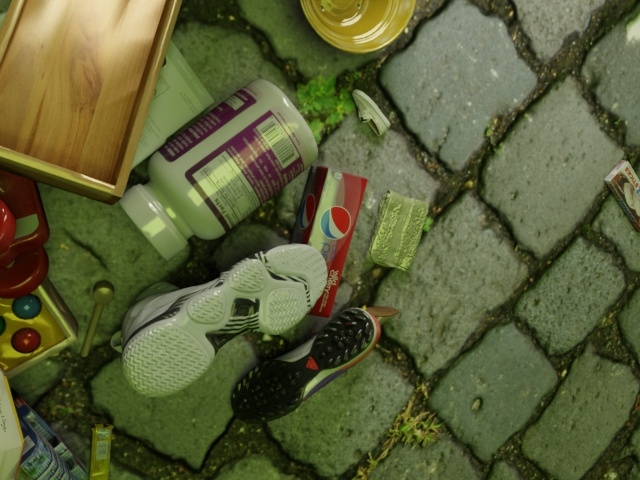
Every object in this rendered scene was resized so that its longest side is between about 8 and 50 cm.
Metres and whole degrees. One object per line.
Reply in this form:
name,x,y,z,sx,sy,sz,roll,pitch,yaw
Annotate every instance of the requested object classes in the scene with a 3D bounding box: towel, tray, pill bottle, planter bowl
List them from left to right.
tray,-0.328,-0.277,0.855,0.202,0.076,0.411,20,74,-28
pill bottle,-0.166,-0.109,0.979,0.301,0.169,0.169,-39,112,-9
planter bowl,0.049,-0.427,1.037,0.217,0.090,0.217,-4,103,-20
towel,0.153,-0.018,1.198,0.110,0.027,0.148,14,96,-24

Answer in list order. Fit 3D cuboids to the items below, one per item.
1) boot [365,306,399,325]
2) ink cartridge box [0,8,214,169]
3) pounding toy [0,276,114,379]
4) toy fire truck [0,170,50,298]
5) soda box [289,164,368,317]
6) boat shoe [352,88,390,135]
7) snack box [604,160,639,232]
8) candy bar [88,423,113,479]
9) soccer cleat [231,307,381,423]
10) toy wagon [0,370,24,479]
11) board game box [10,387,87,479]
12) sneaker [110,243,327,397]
boot,0.098,0.180,1.214,0.118,0.042,0.087,-1,107,-20
ink cartridge box,-0.337,-0.258,0.942,0.239,0.060,0.275,-47,114,-29
pounding toy,-0.425,0.131,0.967,0.206,0.094,0.181,-30,110,-13
toy fire truck,-0.538,-0.036,0.846,0.302,0.169,0.254,-19,69,-12
soda box,0.000,0.000,1.106,0.083,0.092,0.263,13,96,-24
boat shoe,0.088,-0.234,1.124,0.035,0.035,0.100,-50,120,-8
snack box,0.722,-0.098,1.404,0.064,0.022,0.178,-47,113,-8
candy bar,-0.391,0.400,1.077,0.040,0.018,0.161,3,99,-25
soccer cleat,-0.021,0.241,1.135,0.318,0.109,0.116,-37,157,8
toy wagon,-0.570,0.302,0.891,0.344,0.068,0.267,-29,75,26
board game box,-0.432,0.353,0.978,0.060,0.194,0.194,-43,128,-26
sneaker,-0.175,0.104,1.007,0.366,0.210,0.137,-31,111,-25
